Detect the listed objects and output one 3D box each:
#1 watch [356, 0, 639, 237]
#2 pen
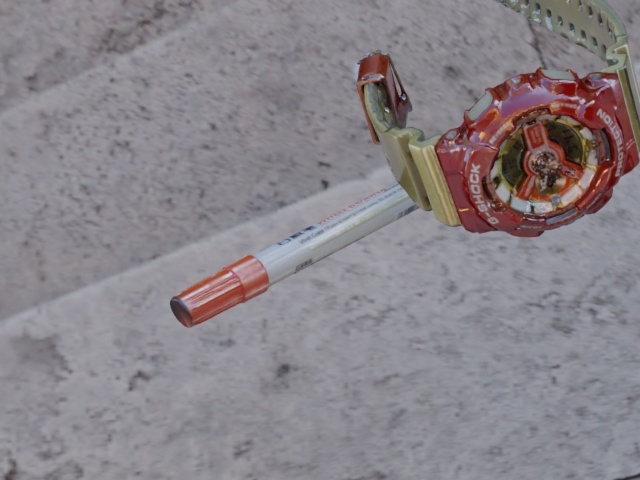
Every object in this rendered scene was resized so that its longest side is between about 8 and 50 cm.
[{"bbox_3d":[0.101,-0.106,0.862,0.165,0.102,0.268,-26,34,-5],"label":"watch"},{"bbox_3d":[0.000,0.000,0.943,0.028,0.239,0.028,38,142,37],"label":"pen"}]
